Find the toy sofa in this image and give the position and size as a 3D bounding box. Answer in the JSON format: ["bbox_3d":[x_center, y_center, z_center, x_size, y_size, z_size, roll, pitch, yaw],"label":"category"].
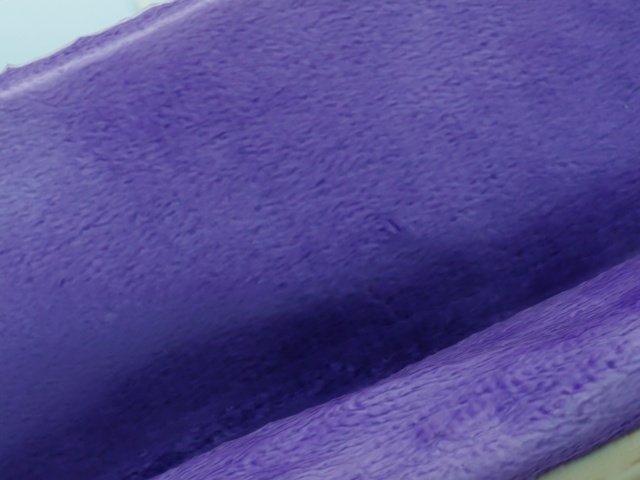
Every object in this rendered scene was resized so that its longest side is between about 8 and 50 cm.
[{"bbox_3d":[0.000,0.000,0.459,0.363,0.150,0.177,-26,1,-8],"label":"toy sofa"}]
